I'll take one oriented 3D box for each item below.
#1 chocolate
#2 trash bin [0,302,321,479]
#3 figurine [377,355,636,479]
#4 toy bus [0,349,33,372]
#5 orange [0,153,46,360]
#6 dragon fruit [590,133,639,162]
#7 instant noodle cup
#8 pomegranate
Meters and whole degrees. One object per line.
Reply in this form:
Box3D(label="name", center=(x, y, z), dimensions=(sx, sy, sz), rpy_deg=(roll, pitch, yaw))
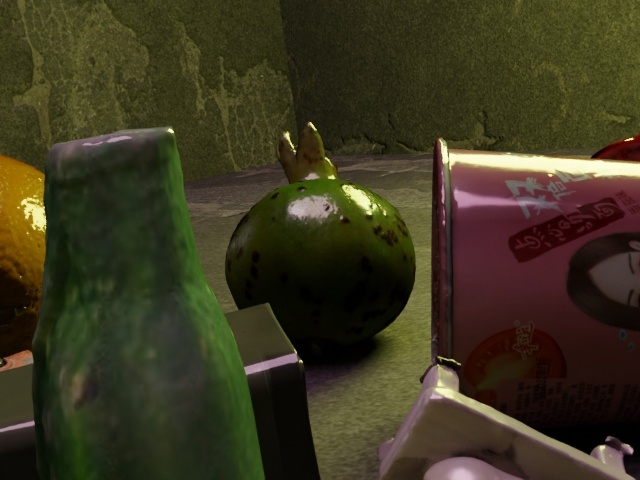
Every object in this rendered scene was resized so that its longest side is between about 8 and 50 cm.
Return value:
Box3D(label="chocolate", center=(-0.072, 0.098, 0.418), dimensions=(0.110, 0.291, 0.110), rpy_deg=(-6, 8, 1))
Box3D(label="trash bin", center=(-0.133, 0.143, 0.704), dimensions=(0.241, 0.122, 0.164), rpy_deg=(-12, 12, -11))
Box3D(label="figurine", center=(0.090, 0.156, 0.413), dimensions=(0.144, 0.182, 0.256), rpy_deg=(-42, 9, 8))
Box3D(label="toy bus", center=(-0.334, 0.163, 0.901), dimensions=(0.077, 0.065, 0.192), rpy_deg=(13, 21, 35))
Box3D(label="orange", center=(-0.418, 0.022, 1.175), dimensions=(0.274, 0.274, 0.274), rpy_deg=(-8, 10, 1))
Box3D(label="dragon fruit", center=(0.304, 0.021, 0.919), dimensions=(0.330, 0.302, 0.240), rpy_deg=(-13, 36, 22))
Box3D(label="instant noodle cup", center=(0.201, 0.039, 0.736), dimensions=(0.231, 0.242, 0.243), rpy_deg=(-1, 11, 6))
Box3D(label="pomegranate", center=(0.000, 0.000, 1.052), dimensions=(0.211, 0.263, 0.211), rpy_deg=(-2, -19, -1))
